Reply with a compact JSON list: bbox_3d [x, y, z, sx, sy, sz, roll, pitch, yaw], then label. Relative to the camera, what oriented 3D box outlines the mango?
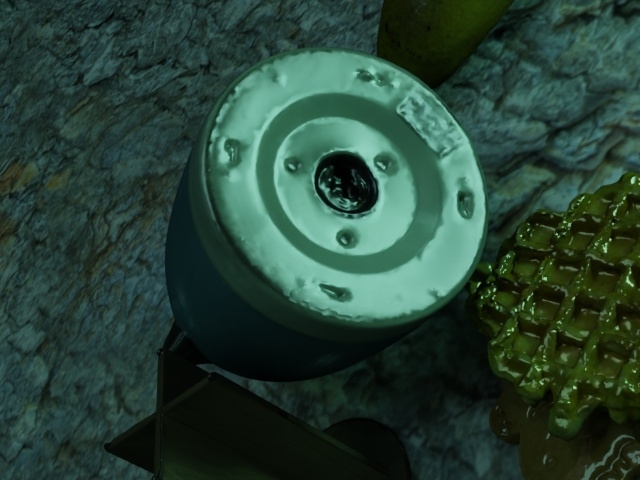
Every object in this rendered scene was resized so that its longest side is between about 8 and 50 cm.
[{"bbox_3d":[0.152,-0.323,1.213,0.329,0.176,0.176,-63,-9,-14],"label":"mango"}]

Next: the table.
[{"bbox_3d":[-0.058,0.192,0.953,0.167,0.227,0.167,-31,41,31],"label":"table"}]

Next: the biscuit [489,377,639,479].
[{"bbox_3d":[0.193,0.133,0.883,0.133,0.027,0.184,-27,42,31],"label":"biscuit"}]

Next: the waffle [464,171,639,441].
[{"bbox_3d":[0.236,0.040,0.861,0.243,0.058,0.237,-27,38,14],"label":"waffle"}]

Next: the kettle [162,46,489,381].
[{"bbox_3d":[0.000,0.000,1.024,0.319,0.247,0.342,-31,-10,-28],"label":"kettle"}]
